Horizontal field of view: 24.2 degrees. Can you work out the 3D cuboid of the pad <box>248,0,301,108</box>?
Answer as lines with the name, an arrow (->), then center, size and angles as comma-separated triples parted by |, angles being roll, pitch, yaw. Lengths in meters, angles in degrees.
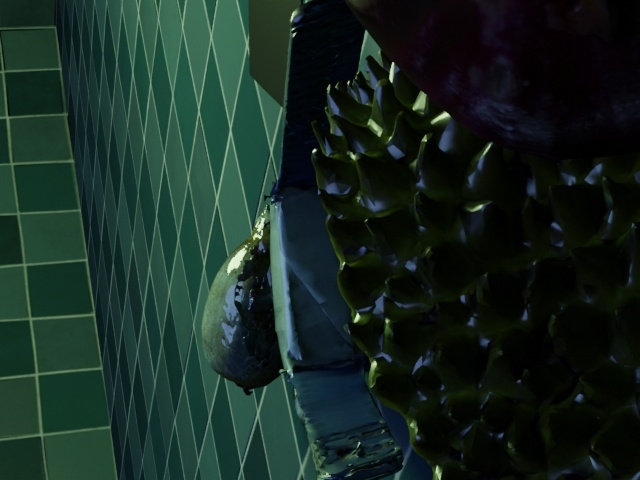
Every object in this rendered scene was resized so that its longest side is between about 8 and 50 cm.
pad -> -0.040, -0.182, 1.263 | 0.190, 0.004, 0.127 | -130, 38, -66

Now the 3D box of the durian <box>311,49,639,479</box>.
durian -> 0.095, 0.031, 0.595 | 0.169, 0.158, 0.355 | 65, -170, -59

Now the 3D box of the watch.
watch -> -0.001, -0.012, 0.936 | 0.274, 0.068, 0.276 | -111, 17, -82

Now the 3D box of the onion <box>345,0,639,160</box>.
onion -> 0.081, -0.154, 0.396 | 0.281, 0.221, 0.280 | 1, -90, -76

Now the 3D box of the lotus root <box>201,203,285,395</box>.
lotus root -> -0.053, 0.052, 1.235 | 0.088, 0.088, 0.165 | -120, 39, -59
